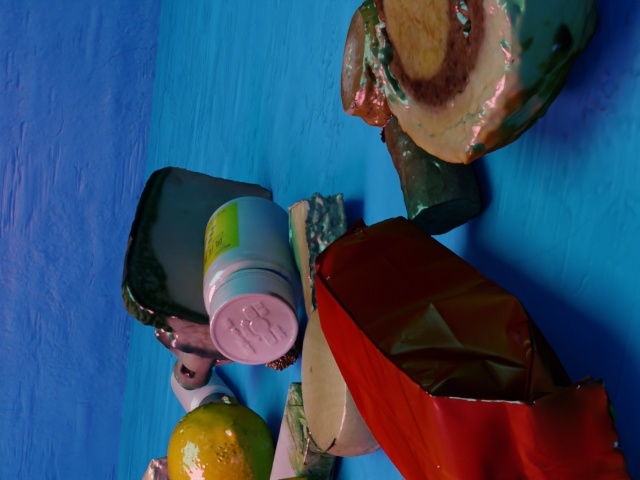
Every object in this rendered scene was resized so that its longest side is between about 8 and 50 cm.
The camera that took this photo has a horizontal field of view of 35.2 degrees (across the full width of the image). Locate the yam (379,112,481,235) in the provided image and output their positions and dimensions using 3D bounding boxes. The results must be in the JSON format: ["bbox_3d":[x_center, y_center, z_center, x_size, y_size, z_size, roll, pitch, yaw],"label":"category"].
[{"bbox_3d":[0.113,-0.071,1.016,0.084,0.084,0.127,118,146,-51],"label":"yam"}]

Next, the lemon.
[{"bbox_3d":[-0.156,0.348,1.587,0.173,0.173,0.206,-117,27,-57],"label":"lemon"}]

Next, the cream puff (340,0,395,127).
[{"bbox_3d":[0.079,-0.191,1.103,0.126,0.103,0.144,-115,33,-64],"label":"cream puff"}]

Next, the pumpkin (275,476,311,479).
[{"bbox_3d":[-0.013,0.375,1.242,0.183,0.119,0.108,22,140,55],"label":"pumpkin"}]

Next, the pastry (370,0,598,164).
[{"bbox_3d":[0.140,-0.199,0.850,0.256,0.170,0.237,22,129,61],"label":"pastry"}]

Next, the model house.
[{"bbox_3d":[-0.212,0.083,1.711,0.284,0.243,0.298,111,166,-52],"label":"model house"}]

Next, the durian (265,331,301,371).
[{"bbox_3d":[-0.066,0.151,1.509,0.091,0.080,0.080,-120,38,-63],"label":"durian"}]

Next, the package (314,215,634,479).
[{"bbox_3d":[0.107,0.120,0.848,0.196,0.123,0.423,69,170,-23],"label":"package"}]

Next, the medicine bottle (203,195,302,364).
[{"bbox_3d":[-0.098,0.054,1.462,0.258,0.143,0.143,-101,22,-58],"label":"medicine bottle"}]

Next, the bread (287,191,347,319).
[{"bbox_3d":[0.000,0.000,1.342,0.232,0.064,0.172,-107,16,-50],"label":"bread"}]

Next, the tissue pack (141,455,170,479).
[{"bbox_3d":[-0.234,0.441,1.779,0.090,0.186,0.222,70,152,24],"label":"tissue pack"}]

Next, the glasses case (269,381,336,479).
[{"bbox_3d":[-0.024,0.330,1.373,0.095,0.062,0.272,-128,44,-55],"label":"glasses case"}]

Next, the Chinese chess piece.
[{"bbox_3d":[0.035,0.163,1.208,0.188,0.083,0.188,180,90,-72],"label":"Chinese chess piece"}]

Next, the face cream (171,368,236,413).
[{"bbox_3d":[-0.209,0.297,1.876,0.311,0.092,0.092,-159,74,-71],"label":"face cream"}]
